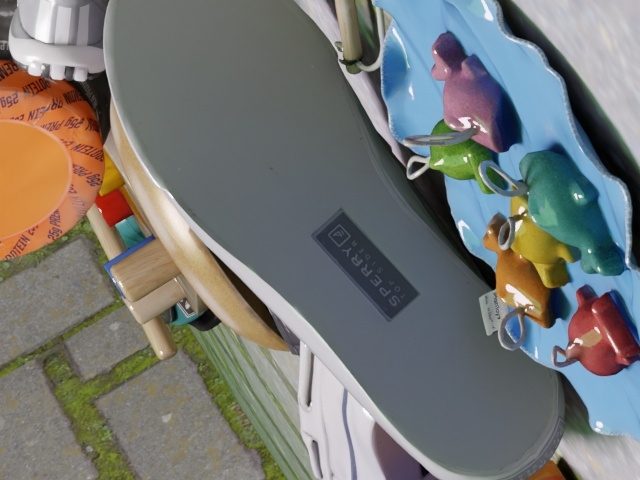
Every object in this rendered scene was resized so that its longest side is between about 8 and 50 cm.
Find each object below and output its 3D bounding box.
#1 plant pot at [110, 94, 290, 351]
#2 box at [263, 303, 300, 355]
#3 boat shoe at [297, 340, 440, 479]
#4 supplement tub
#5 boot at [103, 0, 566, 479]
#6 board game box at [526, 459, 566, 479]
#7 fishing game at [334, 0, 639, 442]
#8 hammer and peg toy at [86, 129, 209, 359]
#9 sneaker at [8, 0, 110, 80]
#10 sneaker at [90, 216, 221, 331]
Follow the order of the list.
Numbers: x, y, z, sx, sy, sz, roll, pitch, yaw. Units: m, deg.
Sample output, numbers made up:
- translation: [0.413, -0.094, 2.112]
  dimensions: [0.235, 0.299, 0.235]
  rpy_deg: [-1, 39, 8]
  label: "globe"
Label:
- translation: [-0.080, -0.020, 1.176]
  dimensions: [0.236, 0.032, 0.236]
  rpy_deg: [57, -170, -17]
  label: "plant pot"
- translation: [-0.043, -0.040, 1.019]
  dimensions: [0.231, 0.056, 0.183]
  rpy_deg: [59, 174, 0]
  label: "box"
- translation: [0.034, 0.098, 0.923]
  dimensions: [0.084, 0.095, 0.258]
  rpy_deg: [46, 156, 26]
  label: "boat shoe"
- translation: [-0.270, -0.157, 1.263]
  dimensions: [0.207, 0.207, 0.338]
  rpy_deg: [68, -179, -48]
  label: "supplement tub"
- translation: [0.000, 0.000, 0.724]
  dimensions: [0.258, 0.095, 0.123]
  rpy_deg: [54, 173, 7]
  label: "boot"
- translation: [0.052, 0.380, 0.871]
  dimensions: [0.356, 0.356, 0.356]
  rpy_deg: [57, 172, 14]
  label: "board game box"
- translation: [0.059, -0.005, 0.558]
  dimensions: [0.264, 0.041, 0.189]
  rpy_deg: [56, 170, 28]
  label: "fishing game"
- translation: [-0.167, -0.043, 1.555]
  dimensions: [0.266, 0.127, 0.361]
  rpy_deg: [57, 172, 6]
  label: "hammer and peg toy"
- translation: [-0.157, -0.214, 1.094]
  dimensions: [0.228, 0.086, 0.132]
  rpy_deg: [-105, 22, -49]
  label: "sneaker"
- translation: [-0.160, 0.020, 1.868]
  dimensions: [0.121, 0.108, 0.302]
  rpy_deg: [56, 180, 17]
  label: "sneaker"
